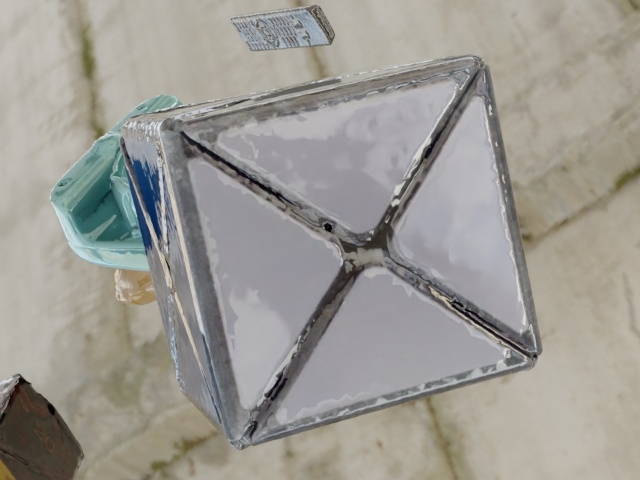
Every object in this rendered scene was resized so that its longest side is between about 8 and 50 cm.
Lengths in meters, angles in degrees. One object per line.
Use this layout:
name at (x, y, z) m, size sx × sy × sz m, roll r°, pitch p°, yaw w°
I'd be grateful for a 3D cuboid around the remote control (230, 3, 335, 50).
remote control at (-0.055, -0.292, 1.706) m, size 0.025 × 0.063 × 0.245 m, roll -39°, pitch -157°, yaw -20°

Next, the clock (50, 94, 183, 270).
clock at (-0.115, -0.065, 1.260) m, size 0.274 × 0.094 × 0.223 m, roll 2°, pitch -142°, yaw 29°

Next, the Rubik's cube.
Rubik's cube at (0.000, 0.000, 0.996) m, size 0.255 × 0.259 × 0.260 m, roll -15°, pitch -169°, yaw -14°

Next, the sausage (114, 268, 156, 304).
sausage at (-0.120, -0.029, 1.481) m, size 0.354 × 0.116 × 0.134 m, roll -31°, pitch -146°, yaw 14°

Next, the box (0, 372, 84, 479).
box at (-0.361, 0.293, 0.982) m, size 0.264 × 0.115 × 0.415 m, roll -27°, pitch -160°, yaw 14°
